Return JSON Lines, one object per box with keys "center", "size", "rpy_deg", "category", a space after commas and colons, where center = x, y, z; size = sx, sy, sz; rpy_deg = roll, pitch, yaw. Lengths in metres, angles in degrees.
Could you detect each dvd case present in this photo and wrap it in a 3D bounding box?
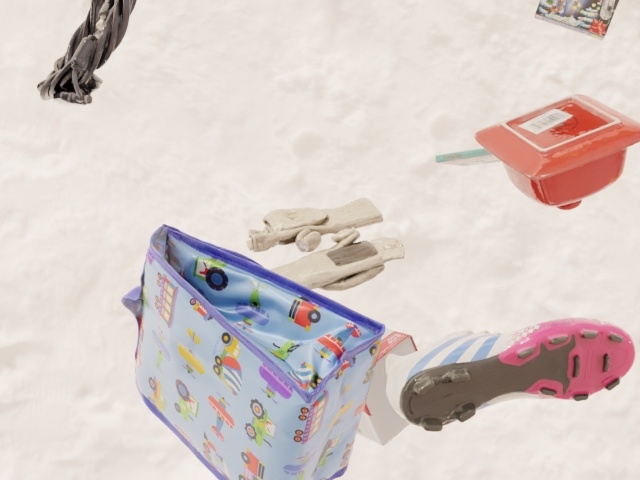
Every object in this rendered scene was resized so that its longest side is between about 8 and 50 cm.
{"center": [0.222, -0.116, 1.229], "size": [0.119, 0.087, 0.013], "rpy_deg": [-1, 86, -58], "category": "dvd case"}

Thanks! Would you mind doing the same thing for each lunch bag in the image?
{"center": [-0.104, 0.133, 0.946], "size": [0.138, 0.293, 0.221], "rpy_deg": [-36, 147, -46], "category": "lunch bag"}

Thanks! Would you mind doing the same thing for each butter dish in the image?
{"center": [0.290, -0.090, 1.062], "size": [0.160, 0.160, 0.118], "rpy_deg": [-22, 122, -8], "category": "butter dish"}

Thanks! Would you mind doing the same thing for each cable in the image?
{"center": [-0.240, -0.208, 0.908], "size": [0.047, 0.184, 0.151], "rpy_deg": [22, 88, -25], "category": "cable"}

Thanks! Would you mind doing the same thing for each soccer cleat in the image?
{"center": [0.240, 0.152, 1.166], "size": [0.331, 0.143, 0.116], "rpy_deg": [-11, 110, -10], "category": "soccer cleat"}

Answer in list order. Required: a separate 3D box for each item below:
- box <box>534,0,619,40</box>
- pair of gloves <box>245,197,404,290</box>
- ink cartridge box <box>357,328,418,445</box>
{"center": [0.341, -0.335, 1.129], "size": [0.094, 0.027, 0.137], "rpy_deg": [21, 93, 9], "category": "box"}
{"center": [0.000, 0.000, 1.237], "size": [0.204, 0.240, 0.042], "rpy_deg": [-12, 116, -5], "category": "pair of gloves"}
{"center": [0.067, 0.217, 1.405], "size": [0.127, 0.176, 0.128], "rpy_deg": [-36, 114, -27], "category": "ink cartridge box"}
